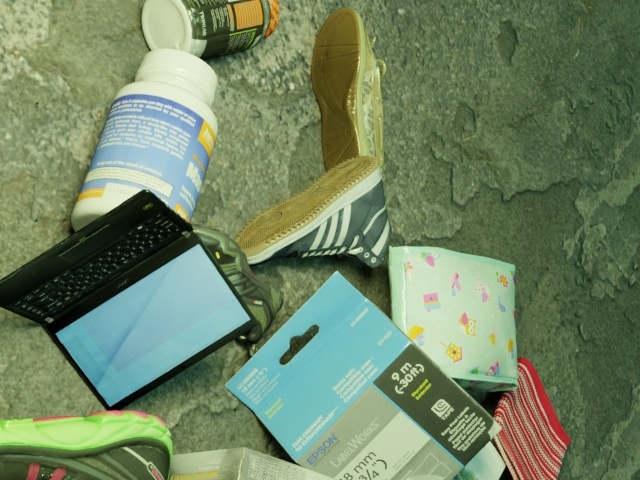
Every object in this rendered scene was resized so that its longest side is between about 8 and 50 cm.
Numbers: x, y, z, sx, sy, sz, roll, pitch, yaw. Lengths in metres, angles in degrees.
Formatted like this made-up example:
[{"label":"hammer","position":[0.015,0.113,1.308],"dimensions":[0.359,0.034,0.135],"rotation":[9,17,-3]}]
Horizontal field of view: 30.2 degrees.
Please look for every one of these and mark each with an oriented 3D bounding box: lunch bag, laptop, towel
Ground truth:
[{"label":"lunch bag","position":[0.196,0.132,1.922],"dimensions":[0.262,0.160,0.223],"rotation":[14,70,-46]},{"label":"laptop","position":[-0.237,0.083,1.454],"dimensions":[0.136,0.234,0.264],"rotation":[58,2,19]},{"label":"towel","position":[0.366,0.338,2.049],"dimensions":[0.199,0.031,0.275],"rotation":[63,26,-10]}]

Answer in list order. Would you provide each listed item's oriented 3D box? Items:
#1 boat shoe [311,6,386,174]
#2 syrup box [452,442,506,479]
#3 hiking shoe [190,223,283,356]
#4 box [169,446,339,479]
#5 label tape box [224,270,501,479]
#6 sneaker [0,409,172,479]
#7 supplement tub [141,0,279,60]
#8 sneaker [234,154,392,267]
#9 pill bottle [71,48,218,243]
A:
[{"label":"boat shoe","position":[0.052,-0.234,1.933],"dimensions":[0.089,0.104,0.285],"rotation":[0,89,-49]},{"label":"syrup box","position":[0.194,0.408,1.885],"dimensions":[0.093,0.096,0.237],"rotation":[55,46,-19]},{"label":"hiking shoe","position":[-0.145,0.067,1.669],"dimensions":[0.227,0.086,0.114],"rotation":[41,51,-29]},{"label":"box","position":[-0.076,0.340,1.594],"dimensions":[0.231,0.183,0.056],"rotation":[27,62,-36]},{"label":"label tape box","position":[0.065,0.245,1.721],"dimensions":[0.240,0.106,0.334],"rotation":[-46,116,1]},{"label":"sneaker","position":[-0.358,0.309,1.341],"dimensions":[0.483,0.185,0.202],"rotation":[0,75,-42]},{"label":"supplement tub","position":[-0.158,-0.327,1.743],"dimensions":[0.190,0.117,0.117],"rotation":[-22,94,-44]},{"label":"sneaker","position":[0.000,0.000,1.815],"dimensions":[0.282,0.099,0.153],"rotation":[-35,124,-27]},{"label":"pill bottle","position":[-0.225,-0.118,1.599],"dimensions":[0.152,0.152,0.272],"rotation":[33,59,-32]}]
